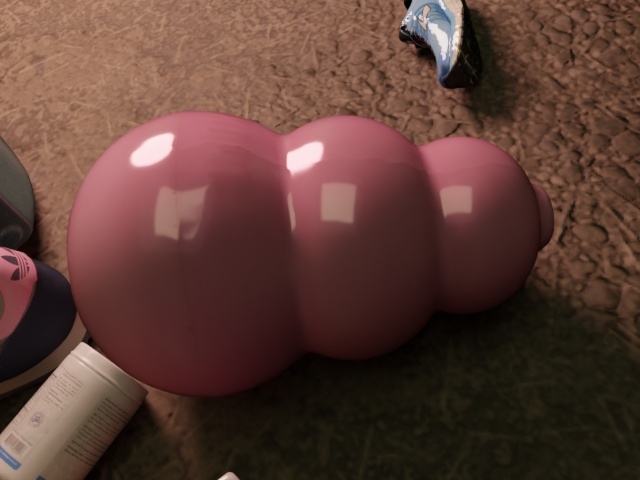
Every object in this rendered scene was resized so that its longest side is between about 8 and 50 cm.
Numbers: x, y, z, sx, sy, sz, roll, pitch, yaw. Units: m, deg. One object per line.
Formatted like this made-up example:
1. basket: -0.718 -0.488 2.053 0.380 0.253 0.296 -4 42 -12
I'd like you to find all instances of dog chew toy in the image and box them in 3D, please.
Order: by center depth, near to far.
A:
1. dog chew toy: 0.000 0.000 0.471 0.332 0.206 0.206 -6 56 0

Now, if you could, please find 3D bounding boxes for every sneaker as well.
1. sneaker: -0.354 0.109 0.516 0.319 0.131 0.112 -35 57 -10
2. sneaker: 0.120 -0.210 0.667 0.073 0.063 0.162 -19 49 22

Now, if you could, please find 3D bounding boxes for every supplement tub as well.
1. supplement tub: -0.193 0.141 0.495 0.071 0.071 0.107 26 66 26

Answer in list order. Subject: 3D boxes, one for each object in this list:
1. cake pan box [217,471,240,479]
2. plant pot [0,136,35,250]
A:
1. cake pan box: -0.055 0.253 0.231 0.267 0.070 0.246 -30 50 -29
2. plant pot: -0.415 -0.059 0.581 0.252 0.248 0.247 37 72 25
